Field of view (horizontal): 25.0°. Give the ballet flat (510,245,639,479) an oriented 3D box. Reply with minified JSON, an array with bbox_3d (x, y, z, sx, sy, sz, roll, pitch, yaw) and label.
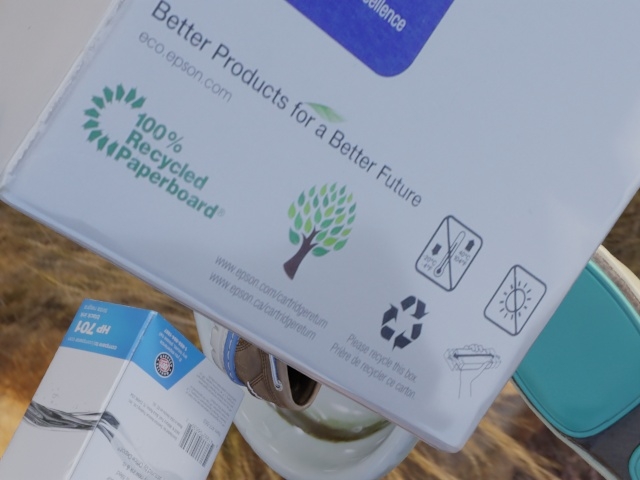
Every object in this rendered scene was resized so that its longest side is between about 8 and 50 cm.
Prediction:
[{"bbox_3d":[0.164,0.084,0.732,0.086,0.086,0.248,-34,88,-11],"label":"ballet flat"}]

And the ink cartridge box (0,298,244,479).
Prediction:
[{"bbox_3d":[-0.154,0.160,1.080,0.139,0.082,0.190,50,59,-46],"label":"ink cartridge box"}]

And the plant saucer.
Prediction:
[{"bbox_3d":[0.017,0.013,1.254,0.101,0.400,0.400,-6,101,-34],"label":"plant saucer"}]

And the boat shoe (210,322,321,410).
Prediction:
[{"bbox_3d":[0.000,0.000,0.717,0.066,0.066,0.183,-10,123,-40],"label":"boat shoe"}]

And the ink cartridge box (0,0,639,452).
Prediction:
[{"bbox_3d":[0.063,-0.120,0.363,0.165,0.065,0.332,35,91,-38],"label":"ink cartridge box"}]
